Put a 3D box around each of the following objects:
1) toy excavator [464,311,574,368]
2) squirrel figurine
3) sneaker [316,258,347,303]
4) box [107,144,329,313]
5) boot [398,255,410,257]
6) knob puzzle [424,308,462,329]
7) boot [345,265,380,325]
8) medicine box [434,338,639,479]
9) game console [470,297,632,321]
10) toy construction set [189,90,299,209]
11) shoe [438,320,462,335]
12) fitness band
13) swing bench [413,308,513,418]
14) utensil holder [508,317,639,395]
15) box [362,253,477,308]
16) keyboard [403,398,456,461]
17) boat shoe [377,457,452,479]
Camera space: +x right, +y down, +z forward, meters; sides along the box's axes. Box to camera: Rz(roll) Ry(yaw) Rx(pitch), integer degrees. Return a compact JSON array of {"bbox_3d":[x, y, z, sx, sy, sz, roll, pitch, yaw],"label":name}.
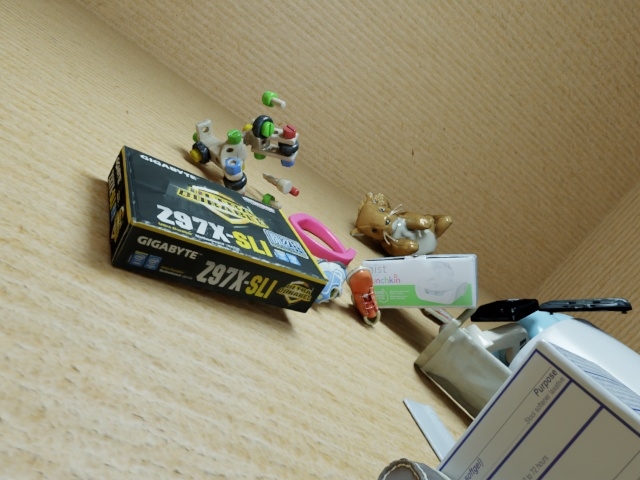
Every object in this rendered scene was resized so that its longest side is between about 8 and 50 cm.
[{"bbox_3d":[0.605,0.316,1.284,0.222,0.433,0.445,54,-7,51],"label":"toy excavator"},{"bbox_3d":[0.281,-0.050,1.820,0.370,0.281,0.397,18,7,-28],"label":"squirrel figurine"},{"bbox_3d":[0.011,0.091,0.931,0.081,0.080,0.211,69,18,11],"label":"sneaker"},{"bbox_3d":[-0.171,-0.017,0.714,0.322,0.079,0.257,21,22,-35],"label":"box"},{"bbox_3d":[0.239,0.089,1.417,0.112,0.115,0.305,47,17,28],"label":"boot"},{"bbox_3d":[0.383,0.232,1.491,0.213,0.030,0.213,35,14,-10],"label":"knob puzzle"},{"bbox_3d":[0.100,0.121,0.947,0.158,0.059,0.084,73,-7,-48],"label":"boot"},{"bbox_3d":[0.253,0.286,0.379,0.149,0.263,0.289,24,15,-34],"label":"medicine box"},{"bbox_3d":[0.599,0.182,1.149,0.213,0.361,0.044,-1,83,-49],"label":"game console"},{"bbox_3d":[-0.205,-0.232,1.190,0.237,0.257,0.309,30,-12,26],"label":"toy construction set"},{"bbox_3d":[0.384,0.273,1.290,0.178,0.063,0.081,34,11,-38],"label":"shoe"},{"bbox_3d":[0.000,0.000,1.220,0.209,0.054,0.291,39,12,5],"label":"fitness band"},{"bbox_3d":[0.355,0.292,0.935,0.253,0.165,0.255,43,20,21],"label":"swing bench"},{"bbox_3d":[0.678,0.416,1.008,0.328,0.327,0.385,29,13,-33],"label":"utensil holder"},{"bbox_3d":[0.262,0.098,1.112,0.262,0.126,0.231,-3,-1,20],"label":"box"},{"bbox_3d":[0.213,0.352,0.674,0.072,0.014,0.256,23,19,-33],"label":"keyboard"},{"bbox_3d":[0.064,0.277,0.310,0.097,0.116,0.324,39,18,-6],"label":"boat shoe"}]
